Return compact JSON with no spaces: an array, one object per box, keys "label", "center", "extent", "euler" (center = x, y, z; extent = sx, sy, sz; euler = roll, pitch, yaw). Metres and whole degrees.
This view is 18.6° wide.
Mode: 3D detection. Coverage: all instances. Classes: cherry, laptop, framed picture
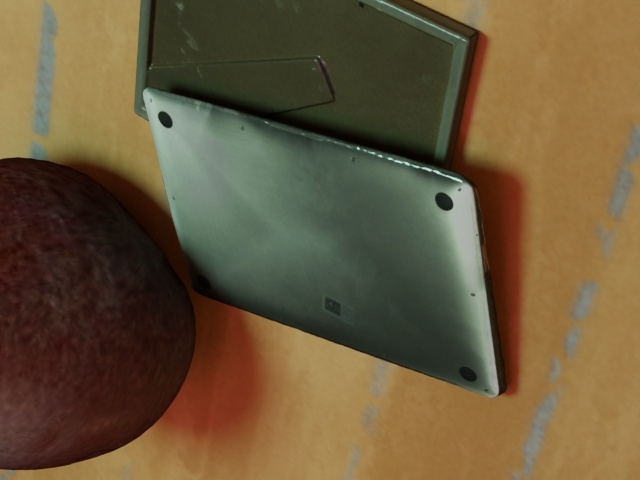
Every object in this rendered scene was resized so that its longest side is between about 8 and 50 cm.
[{"label":"cherry","center":[-0.219,0.064,1.400],"extent":[0.239,0.239,0.206],"euler":[53,145,-2]},{"label":"laptop","center":[0.000,0.000,1.308],"extent":[0.269,0.015,0.187],"euler":[18,136,32]},{"label":"framed picture","center":[-0.018,-0.107,1.270],"extent":[0.250,0.016,0.184],"euler":[28,133,24]}]
